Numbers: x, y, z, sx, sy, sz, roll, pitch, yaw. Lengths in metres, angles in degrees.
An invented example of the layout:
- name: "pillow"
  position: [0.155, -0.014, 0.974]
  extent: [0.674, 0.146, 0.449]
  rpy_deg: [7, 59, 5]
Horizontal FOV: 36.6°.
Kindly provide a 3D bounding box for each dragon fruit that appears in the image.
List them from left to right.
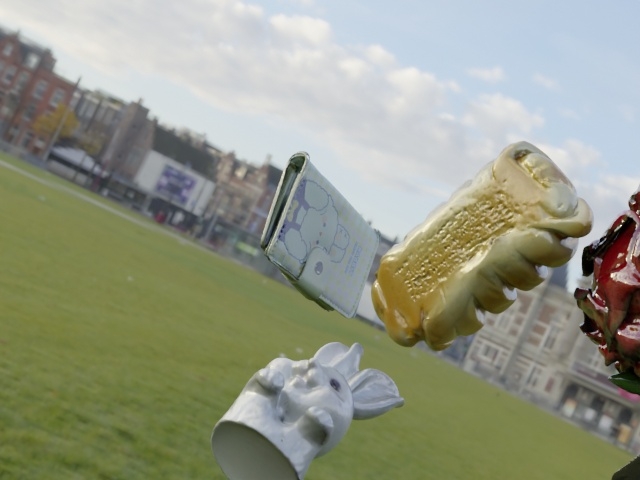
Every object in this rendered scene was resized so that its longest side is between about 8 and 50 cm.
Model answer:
- name: "dragon fruit"
  position: [0.412, 0.039, 1.124]
  extent: [0.234, 0.293, 0.234]
  rpy_deg: [-2, 4, 0]

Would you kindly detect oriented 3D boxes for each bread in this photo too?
- name: "bread"
  position: [0.202, 0.019, 1.259]
  extent: [0.121, 0.311, 0.173]
  rpy_deg: [22, 35, -47]

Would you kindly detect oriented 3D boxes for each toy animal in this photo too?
- name: "toy animal"
  position: [0.003, 0.150, 0.955]
  extent: [0.104, 0.131, 0.221]
  rpy_deg: [26, 41, 26]

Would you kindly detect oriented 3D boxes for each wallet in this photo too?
- name: "wallet"
  position: [0.000, 0.000, 1.884]
  extent: [0.077, 0.223, 0.309]
  rpy_deg: [11, -20, 37]

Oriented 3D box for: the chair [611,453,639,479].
- name: "chair"
  position: [0.165, 0.128, 0.484]
  extent: [0.086, 0.037, 0.042]
  rpy_deg: [9, 41, -44]
